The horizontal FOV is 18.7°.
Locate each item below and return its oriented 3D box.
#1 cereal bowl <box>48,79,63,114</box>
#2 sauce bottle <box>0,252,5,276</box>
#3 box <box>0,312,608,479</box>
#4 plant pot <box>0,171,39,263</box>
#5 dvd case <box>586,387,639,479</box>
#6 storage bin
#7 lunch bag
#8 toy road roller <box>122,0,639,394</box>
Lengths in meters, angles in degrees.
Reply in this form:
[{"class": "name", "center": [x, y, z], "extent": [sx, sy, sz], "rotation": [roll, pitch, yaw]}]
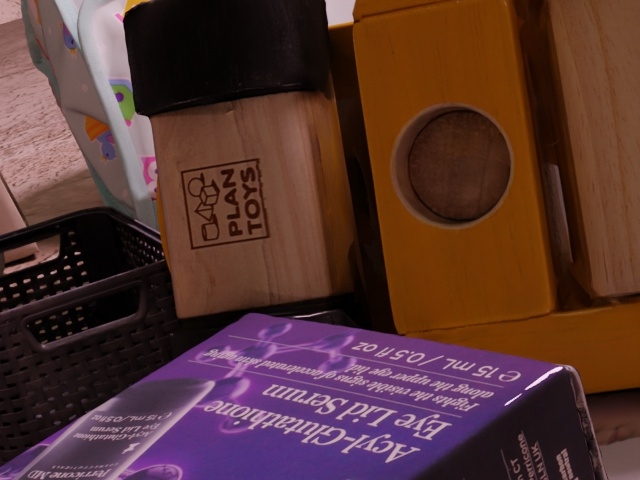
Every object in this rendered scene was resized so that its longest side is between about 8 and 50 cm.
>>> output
[{"class": "cereal bowl", "center": [-0.039, -0.130, 1.514], "extent": [0.339, 0.141, 0.339], "rotation": [-13, 15, 3]}, {"class": "sauce bottle", "center": [-0.336, 0.010, 1.330], "extent": [0.111, 0.111, 0.344], "rotation": [-25, 20, -37]}, {"class": "box", "center": [-0.031, 0.119, 0.578], "extent": [0.207, 0.108, 0.153], "rotation": [-31, 24, -37]}, {"class": "plant pot", "center": [-0.279, -0.026, 1.435], "extent": [0.096, 0.109, 0.109], "rotation": [-28, 16, -5]}, {"class": "dvd case", "center": [0.055, 0.105, 0.766], "extent": [0.253, 0.022, 0.180], "rotation": [-9, 15, 19]}, {"class": "storage bin", "center": [-0.140, 0.048, 1.046], "extent": [0.122, 0.084, 0.180], "rotation": [-18, 16, -17]}, {"class": "lunch bag", "center": [-0.052, -0.119, 1.184], "extent": [0.223, 0.160, 0.262], "rotation": [-17, 41, -14]}, {"class": "toy road roller", "center": [0.079, -0.033, 0.910], "extent": [0.329, 0.202, 0.240], "rotation": [-9, -1, 20]}]
